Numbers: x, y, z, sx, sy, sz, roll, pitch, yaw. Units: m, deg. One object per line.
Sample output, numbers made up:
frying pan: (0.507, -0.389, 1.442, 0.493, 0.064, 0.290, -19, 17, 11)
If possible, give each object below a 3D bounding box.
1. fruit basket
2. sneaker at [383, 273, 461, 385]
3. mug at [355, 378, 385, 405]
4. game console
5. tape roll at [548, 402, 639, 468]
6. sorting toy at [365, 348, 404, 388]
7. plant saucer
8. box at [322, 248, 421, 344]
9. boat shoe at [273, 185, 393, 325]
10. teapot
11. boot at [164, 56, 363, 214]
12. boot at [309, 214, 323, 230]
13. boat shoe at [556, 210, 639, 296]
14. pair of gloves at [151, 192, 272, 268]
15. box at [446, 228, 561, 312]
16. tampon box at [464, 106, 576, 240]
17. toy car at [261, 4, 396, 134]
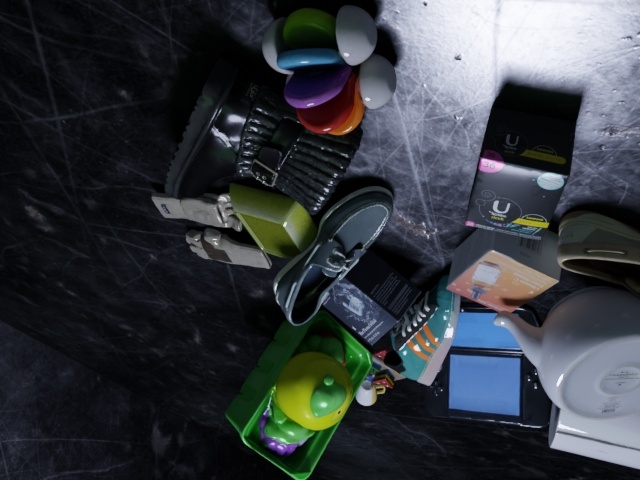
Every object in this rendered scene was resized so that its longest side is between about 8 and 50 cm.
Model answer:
fruit basket: (-0.018, 0.363, 1.658, 0.392, 0.392, 0.283, -12, 134, 42)
sneaker: (0.207, 0.183, 1.439, 0.121, 0.108, 0.302, 15, 129, 3)
mug: (0.139, 0.425, 1.994, 0.062, 0.078, 0.064, 42, 151, 30)
game console: (0.335, 0.270, 1.515, 0.293, 0.250, 0.173, -3, 170, 34)
tape roll: (0.551, 0.301, 1.356, 0.169, 0.246, 0.246, 10, 148, 15)
sorting toy: (0.145, 0.360, 1.882, 0.132, 0.046, 0.274, 32, 147, -21)
plant saucer: (-0.083, -0.020, 1.348, 0.188, 0.045, 0.188, 16, 151, 38)
box: (0.094, 0.112, 1.425, 0.158, 0.093, 0.156, 39, 150, 4)
boat shoe: (0.029, 0.035, 1.268, 0.116, 0.099, 0.319, 23, 125, -32)
teapot: (0.479, 0.166, 1.186, 0.256, 0.187, 0.252, 35, 118, -28)
boot: (-0.106, -0.125, 1.160, 0.260, 0.131, 0.348, 26, 150, -12)
boot: (0.000, -0.001, 1.390, 0.121, 0.045, 0.099, 35, 153, -21)
boat shoe: (0.521, 0.048, 1.105, 0.302, 0.098, 0.109, 20, 150, 1)
pair of gloves: (-0.223, -0.025, 1.480, 0.204, 0.042, 0.240, 5, 145, 30)
box: (0.320, 0.041, 1.220, 0.130, 0.091, 0.170, 23, 149, -6)
tampon box: (0.286, -0.094, 1.010, 0.120, 0.101, 0.161, 12, 149, 11)
toy car: (0.003, -0.218, 0.939, 0.159, 0.136, 0.182, 1, 145, 29)
